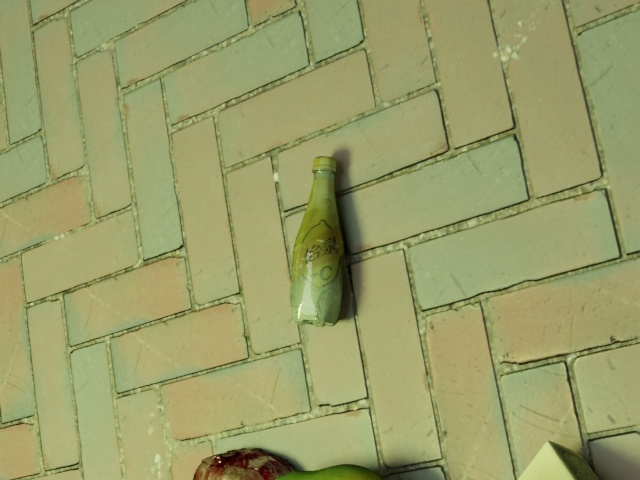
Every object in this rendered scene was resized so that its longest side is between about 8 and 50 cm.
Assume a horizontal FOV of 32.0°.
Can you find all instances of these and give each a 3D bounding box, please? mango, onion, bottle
[{"bbox_3d":[0.012,0.409,1.645,0.251,0.114,0.157,-6,89,37],"label":"mango"},{"bbox_3d":[-0.133,0.412,1.805,0.205,0.098,0.151,-13,76,34],"label":"onion"},{"bbox_3d":[0.000,0.000,1.764,0.083,0.083,0.270,-1,80,36],"label":"bottle"}]

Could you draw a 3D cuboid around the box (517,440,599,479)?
[{"bbox_3d":[0.278,0.414,1.466,0.256,0.069,0.164,-56,22,14],"label":"box"}]
